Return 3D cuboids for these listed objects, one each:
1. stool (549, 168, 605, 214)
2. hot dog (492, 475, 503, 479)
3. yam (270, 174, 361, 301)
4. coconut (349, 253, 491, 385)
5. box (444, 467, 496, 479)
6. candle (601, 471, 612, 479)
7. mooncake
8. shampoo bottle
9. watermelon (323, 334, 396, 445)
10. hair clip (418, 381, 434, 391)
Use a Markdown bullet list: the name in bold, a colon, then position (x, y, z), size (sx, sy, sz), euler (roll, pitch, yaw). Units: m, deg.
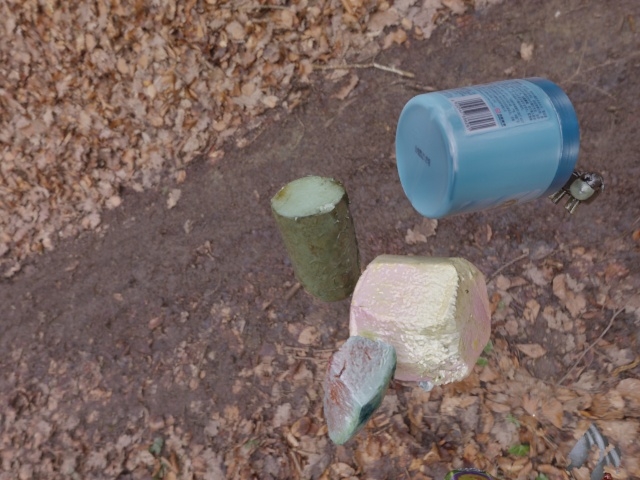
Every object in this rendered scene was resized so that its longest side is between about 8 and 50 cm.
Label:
- **stool**: position (0.750, -0.148, 1.266), size (0.125, 0.217, 0.121), euler (39, 105, 7)
- **hot dog**: position (0.554, 0.770, 1.322), size (0.269, 0.115, 0.072), euler (-5, 67, 54)
- **yam**: position (0.000, 0.000, 0.975), size (0.168, 0.304, 0.168), euler (-6, 49, 7)
- **coconut**: position (0.163, 0.142, 0.793), size (0.245, 0.233, 0.233), euler (-5, 67, 38)
- **box**: position (0.348, 0.590, 0.915), size (0.134, 0.345, 0.097), euler (-1, 81, 10)
- **candle**: position (0.581, 0.630, 0.984), size (0.329, 0.051, 0.048), euler (-17, 60, -25)
- **mooncake**: position (0.442, 0.256, 0.426), size (0.347, 0.057, 0.150), euler (17, 64, 50)
- **shampoo bottle**: position (0.416, -0.242, 1.146), size (0.342, 0.331, 0.331), euler (-11, 61, -13)
- **watermelon**: position (0.050, 0.237, 0.661), size (0.094, 0.081, 0.180), euler (12, 88, 29)
- **hair clip**: position (0.282, 0.310, 1.168), size (0.116, 0.049, 0.172), euler (36, 111, 63)
